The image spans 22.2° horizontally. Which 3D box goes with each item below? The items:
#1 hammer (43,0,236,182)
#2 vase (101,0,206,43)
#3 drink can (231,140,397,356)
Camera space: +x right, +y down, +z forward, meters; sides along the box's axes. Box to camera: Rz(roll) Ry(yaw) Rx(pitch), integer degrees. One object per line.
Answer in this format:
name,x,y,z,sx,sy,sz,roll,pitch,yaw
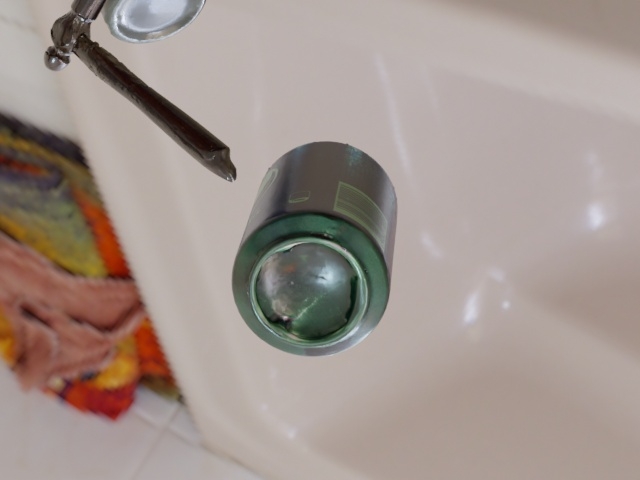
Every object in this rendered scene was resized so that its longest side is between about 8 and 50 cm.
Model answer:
hammer,-0.110,-0.094,1.020,0.178,0.065,0.021,41,-159,29
vase,-0.212,-0.326,1.577,0.156,0.301,0.251,6,139,-45
drink can,0.000,0.000,1.243,0.118,0.205,0.118,2,111,5
